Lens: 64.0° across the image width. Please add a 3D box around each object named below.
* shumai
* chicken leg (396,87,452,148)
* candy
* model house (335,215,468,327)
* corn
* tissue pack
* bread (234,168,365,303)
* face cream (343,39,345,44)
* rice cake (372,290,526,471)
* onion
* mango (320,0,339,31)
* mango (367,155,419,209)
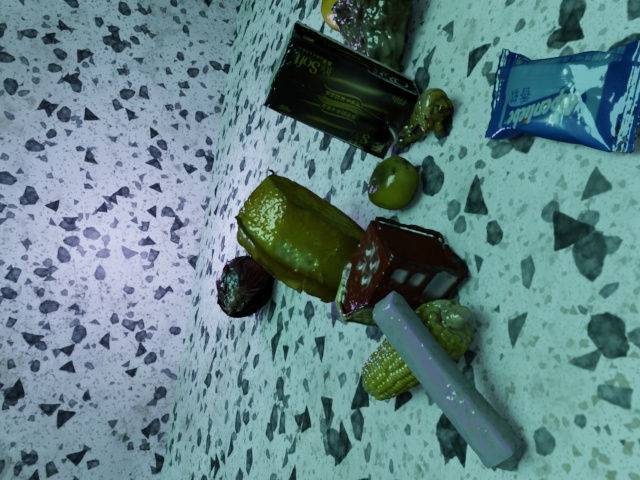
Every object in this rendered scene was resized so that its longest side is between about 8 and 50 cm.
[{"bbox_3d":[0.185,-0.604,1.502,0.283,0.217,0.346,66,163,2],"label":"shumai"},{"bbox_3d":[0.250,-0.284,1.259,0.207,0.085,0.101,129,131,-58],"label":"chicken leg"},{"bbox_3d":[0.419,-0.258,0.903,0.331,0.077,0.187,-149,67,-64],"label":"candy"},{"bbox_3d":[0.160,0.097,1.122,0.254,0.196,0.160,-60,30,34],"label":"model house"},{"bbox_3d":[0.193,0.235,1.065,0.347,0.130,0.130,-55,33,42],"label":"corn"},{"bbox_3d":[0.049,-0.402,1.347,0.198,0.370,0.210,-85,20,-50],"label":"tissue pack"},{"bbox_3d":[-0.040,-0.003,1.391,0.215,0.398,0.398,-57,30,13],"label":"bread"},{"bbox_3d":[0.109,-0.571,1.679,0.114,0.070,0.224,100,172,-67],"label":"face cream"},{"bbox_3d":[0.216,0.245,0.907,0.365,0.056,0.073,53,128,22],"label":"rice cake"},{"bbox_3d":[-0.310,0.192,2.011,0.281,0.221,0.281,-61,11,21],"label":"onion"},{"bbox_3d":[0.094,-0.808,1.727,0.176,0.119,0.317,62,156,-11],"label":"mango"},{"bbox_3d":[0.176,-0.141,1.314,0.195,0.098,0.137,151,123,-63],"label":"mango"}]
